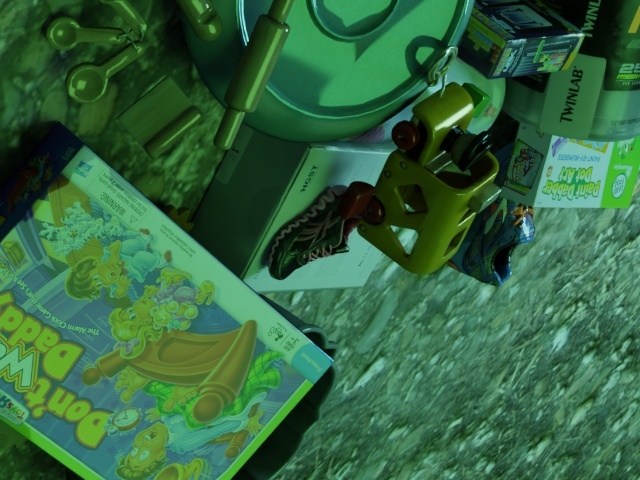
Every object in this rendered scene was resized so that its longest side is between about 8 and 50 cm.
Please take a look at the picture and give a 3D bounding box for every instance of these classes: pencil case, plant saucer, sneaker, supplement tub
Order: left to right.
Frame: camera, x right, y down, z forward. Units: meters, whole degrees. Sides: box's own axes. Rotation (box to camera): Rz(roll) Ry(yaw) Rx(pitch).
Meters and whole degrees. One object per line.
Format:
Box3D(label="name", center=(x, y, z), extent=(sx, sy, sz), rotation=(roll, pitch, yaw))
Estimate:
Box3D(label="sneaker", center=(0.000, 0.000, 1.781), extent=(0.119, 0.057, 0.047), rotation=(-45, 153, -7))
Box3D(label="plant saucer", center=(0.024, -0.234, 1.616), extent=(0.317, 0.044, 0.317), rotation=(-13, 116, -29))
Box3D(label="pencil case", center=(0.078, -0.162, 1.829), extent=(0.273, 0.113, 0.124), rotation=(0, 113, -54))
Box3D(label="sneaker", center=(0.237, -0.038, 2.217), extent=(0.083, 0.087, 0.221), rotation=(-17, 137, -46))
Box3D(label="supplement tub", center=(0.297, -0.279, 1.890), extent=(0.193, 0.193, 0.316), rotation=(-22, 132, -41))

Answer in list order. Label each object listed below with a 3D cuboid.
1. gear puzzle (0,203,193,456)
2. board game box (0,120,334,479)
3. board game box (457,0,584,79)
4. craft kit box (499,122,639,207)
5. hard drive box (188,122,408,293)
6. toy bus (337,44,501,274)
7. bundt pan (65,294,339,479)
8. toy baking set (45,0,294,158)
Box3D(label="gear puzzle", center=(-0.252, 0.082, 1.729), extent=(0.339, 0.044, 0.175), rotation=(-46, 155, -8))
Box3D(label="board game box", center=(-0.185, 0.091, 1.638), extent=(0.233, 0.078, 0.347), rotation=(-49, 123, -2))
Box3D(label="board game box", center=(0.159, -0.229, 1.802), extent=(0.141, 0.170, 0.048), rotation=(-13, 136, -46))
Box3D(label="craft kit box", center=(0.327, -0.162, 2.165), extent=(0.250, 0.061, 0.246), rotation=(-2, 111, -53))
Box3D(label="hard drive box", center=(-0.009, -0.042, 1.869), extent=(0.232, 0.089, 0.181), rotation=(0, 124, -55))
Box3D(label="toy bus", center=(0.119, -0.063, 1.726), extent=(0.191, 0.104, 0.202), rotation=(-52, 165, -1))
Box3D(label="bundt pan", center=(-0.141, 0.182, 1.902), extent=(0.331, 0.124, 0.331), rotation=(-36, 152, -23))
Box3D(label="toy baking set", center=(-0.116, -0.192, 1.512), extent=(0.197, 0.030, 0.256), rotation=(22, 105, -25))
